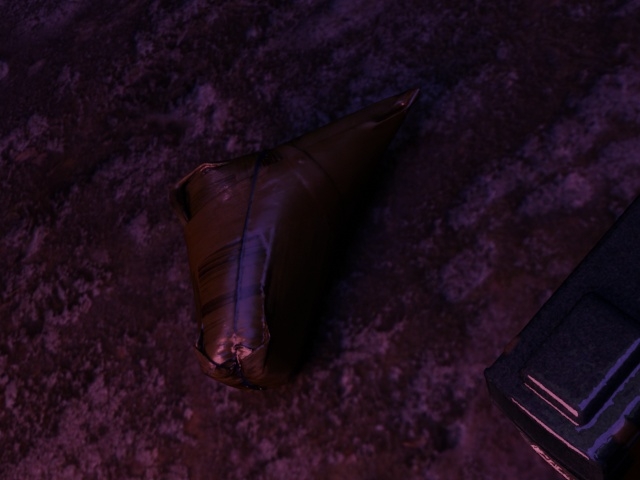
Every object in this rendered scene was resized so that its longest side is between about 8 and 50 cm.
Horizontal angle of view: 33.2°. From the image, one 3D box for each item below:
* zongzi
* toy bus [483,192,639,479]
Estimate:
[{"bbox_3d":[0.000,0.000,1.091,0.289,0.123,0.260,-21,59,14],"label":"zongzi"},{"bbox_3d":[0.271,0.073,0.855,0.275,0.167,0.138,-49,51,-2],"label":"toy bus"}]
